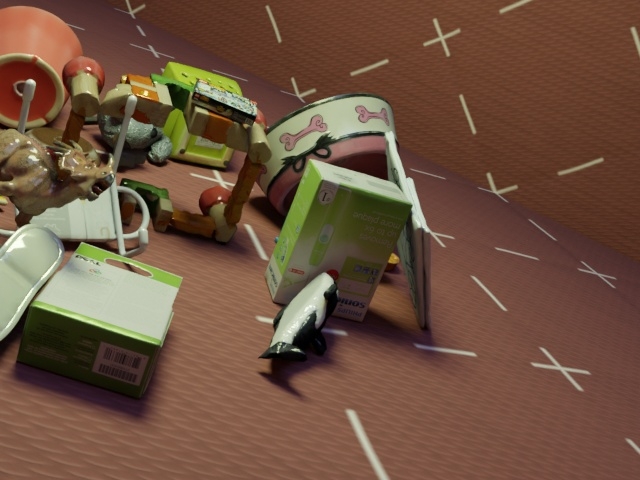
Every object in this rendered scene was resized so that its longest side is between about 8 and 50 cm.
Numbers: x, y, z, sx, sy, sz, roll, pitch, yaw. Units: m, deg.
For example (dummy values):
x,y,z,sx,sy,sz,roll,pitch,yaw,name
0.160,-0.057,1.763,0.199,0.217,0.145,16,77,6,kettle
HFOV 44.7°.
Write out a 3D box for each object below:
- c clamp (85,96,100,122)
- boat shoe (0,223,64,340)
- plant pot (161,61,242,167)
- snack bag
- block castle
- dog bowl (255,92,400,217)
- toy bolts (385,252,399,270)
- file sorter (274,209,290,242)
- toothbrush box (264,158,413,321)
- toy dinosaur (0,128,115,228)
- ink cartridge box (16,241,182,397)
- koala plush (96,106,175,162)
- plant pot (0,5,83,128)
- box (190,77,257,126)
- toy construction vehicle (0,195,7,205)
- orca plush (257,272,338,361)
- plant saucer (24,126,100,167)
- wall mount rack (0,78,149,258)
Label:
x,y,z,sx,sy,sz,roll,pitch,yaw,name
-0.594,-0.344,2.097,0.022,0.137,0.161,65,22,2,c clamp
-0.489,0.092,1.116,0.116,0.099,0.319,46,34,-11,boat shoe
-0.338,-0.335,2.185,0.228,0.227,0.207,9,31,-36,plant pot
0.199,-0.025,1.754,0.037,0.323,0.342,-10,43,-1,snack bag
-0.355,-0.195,1.685,0.453,0.303,0.213,13,28,-25,block castle
0.024,-0.198,2.005,0.408,0.408,0.150,0,61,-47,dog bowl
0.107,-0.034,1.962,0.228,0.158,0.218,35,23,31,toy bolts
0.000,0.000,1.846,0.118,0.104,0.170,2,28,-46,file sorter
0.033,0.002,1.609,0.206,0.283,0.122,15,22,-20,toothbrush box
-0.474,-0.118,1.257,0.296,0.200,0.127,38,-9,6,toy dinosaur
-0.329,0.114,1.214,0.189,0.097,0.255,20,18,-8,ink cartridge box
-0.482,-0.281,1.958,0.203,0.196,0.221,9,21,-4,koala plush
-0.728,-0.413,1.922,0.275,0.275,0.243,14,28,-24,plant pot
-0.199,-0.288,1.618,0.137,0.027,0.094,21,24,-15,box
-0.651,-0.089,1.490,0.098,0.035,0.086,39,15,33,toy construction vehicle
-0.010,0.163,1.428,0.102,0.151,0.287,52,14,-10,orca plush
-0.620,-0.226,1.862,0.199,0.036,0.198,20,19,-7,plant saucer
-0.445,-0.117,1.431,0.350,0.304,0.130,1,-15,-46,wall mount rack
